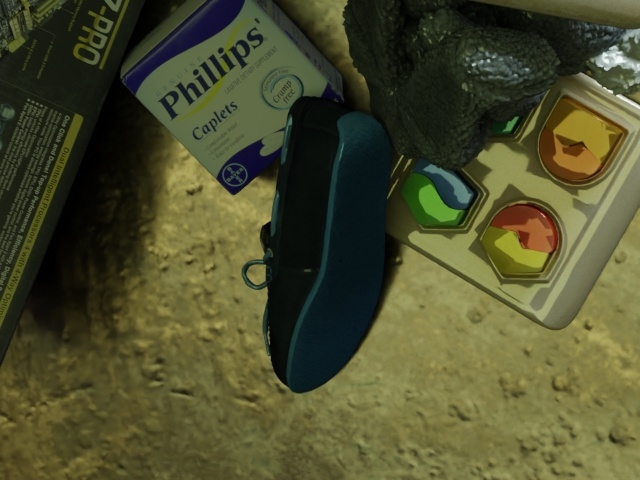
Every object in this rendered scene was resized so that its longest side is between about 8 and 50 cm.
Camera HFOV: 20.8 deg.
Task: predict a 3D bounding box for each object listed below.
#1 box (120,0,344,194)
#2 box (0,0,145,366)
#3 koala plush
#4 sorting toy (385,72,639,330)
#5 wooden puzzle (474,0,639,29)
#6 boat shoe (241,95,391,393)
[{"bbox_3d":[-0.071,-0.131,1.405,0.126,0.072,0.137,-40,108,15],"label":"box"},{"bbox_3d":[-0.336,-0.117,1.351,0.318,0.097,0.395,23,83,-23],"label":"box"},{"bbox_3d":[0.148,-0.167,1.312,0.221,0.203,0.196,-24,65,-17],"label":"koala plush"},{"bbox_3d":[0.151,-0.056,1.397,0.208,0.038,0.193,30,102,9],"label":"sorting toy"},{"bbox_3d":[0.080,-0.304,1.244,0.322,0.080,0.348,9,56,-12],"label":"wooden puzzle"},{"bbox_3d":[0.000,0.000,1.405,0.089,0.109,0.258,35,124,35],"label":"boat shoe"}]
